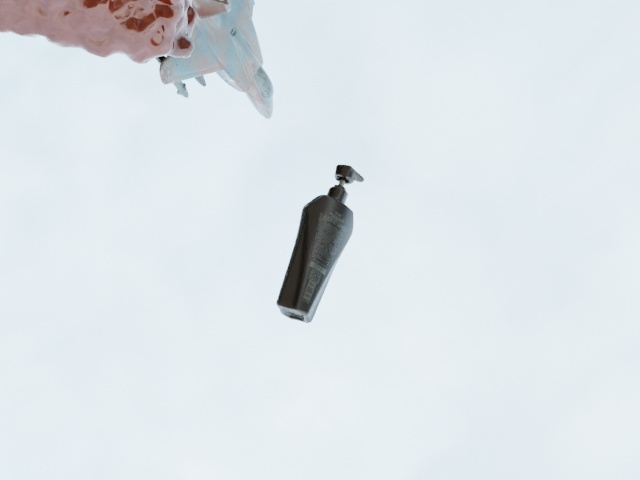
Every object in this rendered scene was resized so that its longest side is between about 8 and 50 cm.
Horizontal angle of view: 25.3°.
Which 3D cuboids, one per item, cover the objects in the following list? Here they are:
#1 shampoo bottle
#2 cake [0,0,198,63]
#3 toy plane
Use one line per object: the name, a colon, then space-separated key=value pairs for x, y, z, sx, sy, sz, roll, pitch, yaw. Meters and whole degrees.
shampoo bottle: x=0.000 y=0.000 z=1.161 sx=0.027 sy=0.048 sz=0.137 roll=-17 pitch=-132 yaw=55
cake: x=-0.204 y=-0.361 z=1.258 sx=0.270 sy=0.269 sz=0.319 roll=12 pitch=-135 yaw=-10
toy plane: x=-0.113 y=-0.234 z=1.656 sx=0.104 sy=0.326 sz=0.223 roll=22 pitch=-110 yaw=18
